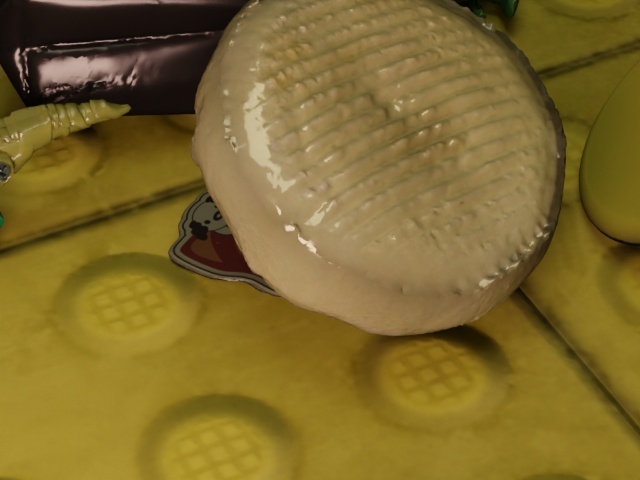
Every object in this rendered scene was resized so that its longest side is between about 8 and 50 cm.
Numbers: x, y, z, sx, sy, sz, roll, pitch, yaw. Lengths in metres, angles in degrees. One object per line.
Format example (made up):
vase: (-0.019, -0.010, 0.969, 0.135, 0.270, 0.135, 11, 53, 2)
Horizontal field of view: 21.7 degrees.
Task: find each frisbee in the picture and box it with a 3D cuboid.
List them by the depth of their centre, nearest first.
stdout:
frisbee: (0.283, -0.093, 1.218, 0.236, 0.017, 0.236, -36, 30, 25)

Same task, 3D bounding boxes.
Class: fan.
fan: (0.000, 0.000, 1.238, 0.220, 0.009, 0.132, 12, 46, 16)

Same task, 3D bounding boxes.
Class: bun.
bun: (0.033, -0.054, 1.168, 0.287, 0.146, 0.287, 15, 52, -20)

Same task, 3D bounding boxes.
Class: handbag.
handbag: (-0.107, -0.209, 1.383, 0.342, 0.152, 0.288, -3, 30, -7)

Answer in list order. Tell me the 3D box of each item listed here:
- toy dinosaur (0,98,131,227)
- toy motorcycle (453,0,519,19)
toy dinosaur: (-0.265, -0.053, 1.212, 0.259, 0.153, 0.094, -8, 43, -21)
toy motorcycle: (0.151, -0.263, 1.492, 0.106, 0.074, 0.190, 17, 44, 8)
